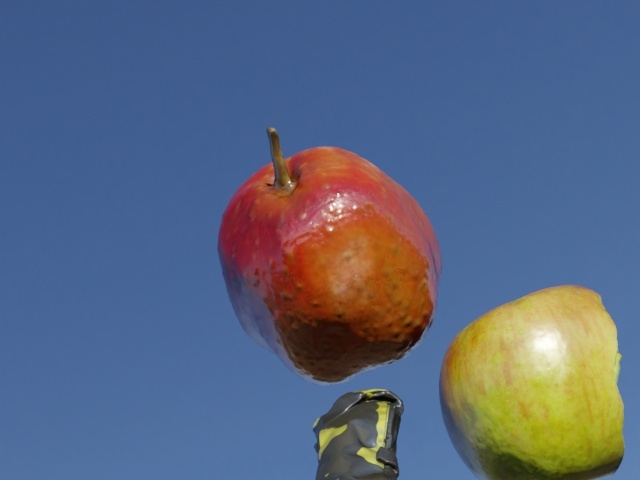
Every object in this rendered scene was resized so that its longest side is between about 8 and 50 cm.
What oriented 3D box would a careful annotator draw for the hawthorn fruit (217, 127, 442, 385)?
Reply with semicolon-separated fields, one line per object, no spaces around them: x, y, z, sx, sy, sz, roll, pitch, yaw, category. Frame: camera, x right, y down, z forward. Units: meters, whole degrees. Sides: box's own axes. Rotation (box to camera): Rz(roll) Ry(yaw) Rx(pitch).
0.000;0.000;1.905;0.287;0.287;0.330;-26;-58;1;hawthorn fruit

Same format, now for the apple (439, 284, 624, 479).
0.266;0.186;1.856;0.246;0.226;0.246;-14;-24;-7;apple

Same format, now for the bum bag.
0.038;0.235;1.697;0.106;0.232;0.060;-15;-64;10;bum bag
